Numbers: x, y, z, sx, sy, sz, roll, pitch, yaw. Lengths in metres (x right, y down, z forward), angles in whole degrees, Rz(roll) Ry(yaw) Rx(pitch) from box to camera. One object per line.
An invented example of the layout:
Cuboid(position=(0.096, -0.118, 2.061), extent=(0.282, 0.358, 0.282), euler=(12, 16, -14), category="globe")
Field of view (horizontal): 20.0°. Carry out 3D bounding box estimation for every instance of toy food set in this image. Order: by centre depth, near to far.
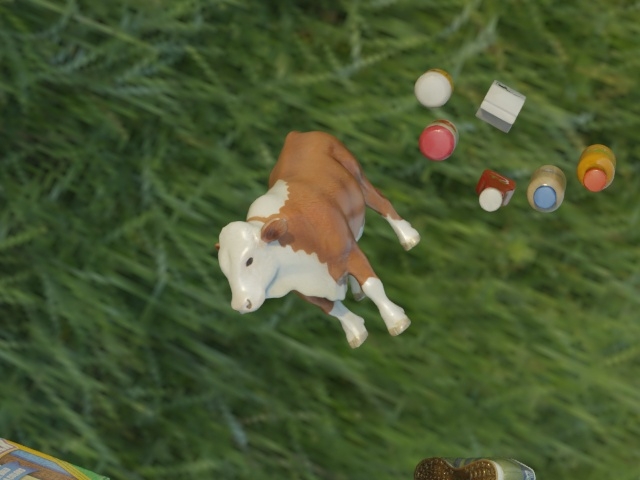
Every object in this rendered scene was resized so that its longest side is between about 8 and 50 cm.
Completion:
Cuboid(position=(0.193, -0.095, 1.928), extent=(0.111, 0.232, 0.104), euler=(-61, 178, 16), category="toy food set")

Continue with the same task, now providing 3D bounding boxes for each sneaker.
Cuboid(position=(0.212, 0.324, 2.450), extent=(0.086, 0.192, 0.064), euler=(6, 79, -30), category="sneaker")

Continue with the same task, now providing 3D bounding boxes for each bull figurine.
Cuboid(position=(0.000, 0.000, 1.718), extent=(0.101, 0.188, 0.310), euler=(-33, -162, 25), category="bull figurine")

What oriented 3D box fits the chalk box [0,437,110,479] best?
Cuboid(position=(-0.353, 0.291, 1.911), extent=(0.132, 0.213, 0.132), euler=(-35, 142, -69), category="chalk box")
